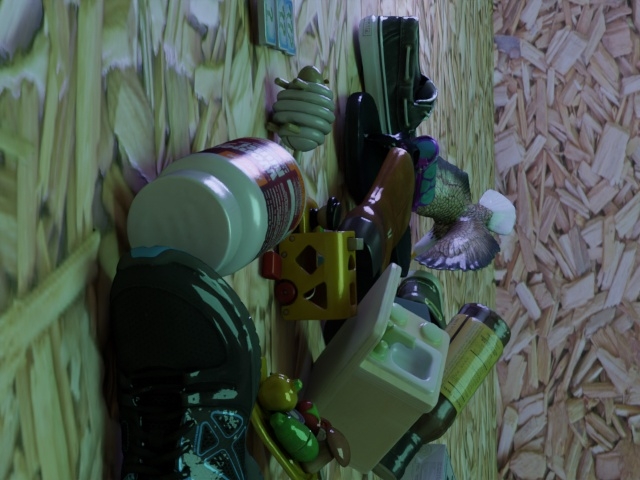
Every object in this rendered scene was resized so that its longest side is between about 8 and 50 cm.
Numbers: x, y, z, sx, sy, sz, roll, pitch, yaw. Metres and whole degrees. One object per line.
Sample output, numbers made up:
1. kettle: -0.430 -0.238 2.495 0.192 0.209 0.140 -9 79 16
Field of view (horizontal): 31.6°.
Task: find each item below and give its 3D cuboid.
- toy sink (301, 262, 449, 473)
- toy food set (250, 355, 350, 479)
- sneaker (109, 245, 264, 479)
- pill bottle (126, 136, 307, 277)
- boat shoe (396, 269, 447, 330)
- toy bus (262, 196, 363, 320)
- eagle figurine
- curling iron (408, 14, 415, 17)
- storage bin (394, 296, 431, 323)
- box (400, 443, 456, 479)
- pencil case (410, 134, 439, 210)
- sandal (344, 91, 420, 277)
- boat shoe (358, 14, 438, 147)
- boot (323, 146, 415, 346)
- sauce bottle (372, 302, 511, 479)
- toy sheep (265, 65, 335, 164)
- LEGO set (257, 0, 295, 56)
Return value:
1. toy sink: 0.083 0.173 1.510 0.234 0.131 0.153 -56 -171 36
2. toy food set: -0.015 0.225 1.362 0.218 0.071 0.128 57 13 -29
3. sneaker: -0.120 0.169 1.006 0.140 0.125 0.341 -60 145 -58
4. pill bottle: -0.098 -0.031 1.108 0.221 0.121 0.121 -38 125 -71
5. boat shoe: 0.212 0.207 2.224 0.091 0.109 0.305 -67 145 -55
6. toy bus: 0.002 0.012 1.489 0.202 0.104 0.191 73 22 -45
7. eagle figurine: 0.261 -0.033 2.276 0.298 0.226 0.225 42 69 -76
8. curling iron: 0.159 -0.373 2.211 0.274 0.035 0.068 -65 149 -59
9. storage bin: 0.133 0.145 1.903 0.135 0.098 0.091 15 56 -32
10. box: 0.222 0.545 2.254 0.290 0.087 0.169 71 23 -47
11. pencil case: 0.179 -0.122 2.043 0.152 0.064 0.070 86 15 -59
12. sandal: 0.127 -0.099 1.939 0.446 0.107 0.168 66 27 -54
13. boat shoe: 0.148 -0.249 2.003 0.335 0.119 0.121 74 21 -47
14. boot: 0.081 0.030 1.747 0.280 0.096 0.264 -59 146 -55
15. sauce bottle: 0.197 0.263 1.953 0.344 0.111 0.111 -49 145 -23
16. toy sheep: -0.024 -0.161 1.461 0.091 0.091 0.132 24 79 -73
17. LEGO set: -0.042 -0.369 1.463 0.182 0.060 0.244 -17 104 -78
